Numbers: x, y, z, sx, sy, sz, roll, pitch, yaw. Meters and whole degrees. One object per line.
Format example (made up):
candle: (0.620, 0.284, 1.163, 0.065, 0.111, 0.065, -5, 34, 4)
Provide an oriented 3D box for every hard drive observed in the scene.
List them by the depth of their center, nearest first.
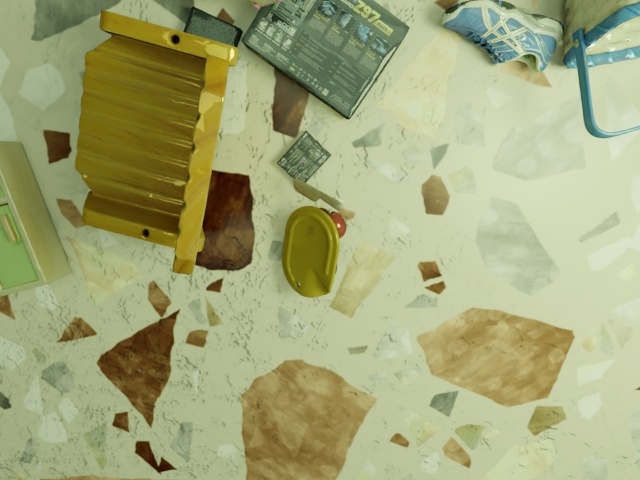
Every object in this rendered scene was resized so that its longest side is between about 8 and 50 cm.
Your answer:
hard drive: (-0.210, -0.336, 0.793, 0.094, 0.022, 0.135, 24, 101, -4)

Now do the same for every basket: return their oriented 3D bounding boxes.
basket: (0.527, -0.325, 0.698, 0.255, 0.201, 0.289, -13, 92, 2)

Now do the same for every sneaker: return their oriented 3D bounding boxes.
sneaker: (0.310, -0.353, 0.756, 0.211, 0.080, 0.081, 14, 98, -1)

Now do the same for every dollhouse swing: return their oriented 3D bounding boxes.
dollhouse swing: (-0.285, -0.153, 0.676, 0.315, 0.305, 0.347, 15, 108, -3)

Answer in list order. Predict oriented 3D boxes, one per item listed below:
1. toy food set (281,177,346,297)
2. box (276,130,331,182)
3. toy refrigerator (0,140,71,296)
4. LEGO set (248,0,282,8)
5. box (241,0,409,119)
toy food set: (0.000, 0.000, 0.829, 0.128, 0.071, 0.218, 25, 115, 33)
box: (-0.031, -0.155, 0.831, 0.067, 0.018, 0.083, 42, 99, -8)
toy refrigerator: (-0.586, -0.040, 0.822, 0.102, 0.094, 0.269, -14, 101, 4)
LEGO set: (-0.137, -0.452, 0.702, 0.287, 0.107, 0.132, 41, 113, 37)
box: (0.008, -0.355, 0.769, 0.233, 0.059, 0.183, 33, 100, -5)
